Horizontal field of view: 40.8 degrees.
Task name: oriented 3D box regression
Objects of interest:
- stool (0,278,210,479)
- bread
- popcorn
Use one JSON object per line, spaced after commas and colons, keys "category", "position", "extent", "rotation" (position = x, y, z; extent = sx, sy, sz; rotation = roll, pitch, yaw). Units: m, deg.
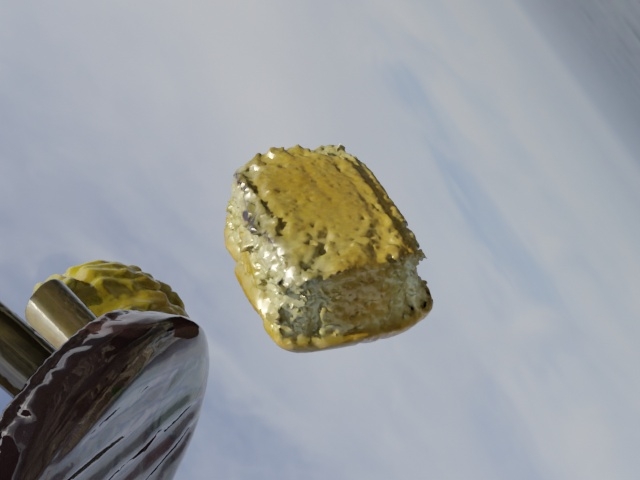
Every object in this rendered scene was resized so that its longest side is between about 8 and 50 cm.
{"category": "stool", "position": [-0.228, 0.151, 0.690], "extent": [0.178, 0.272, 0.272], "rotation": [26, -169, 16]}
{"category": "bread", "position": [0.000, 0.000, 0.846], "extent": [0.245, 0.174, 0.121], "rotation": [-123, 32, -51]}
{"category": "popcorn", "position": [-0.248, 0.135, 0.991], "extent": [0.226, 0.203, 0.200], "rotation": [36, -163, -4]}
